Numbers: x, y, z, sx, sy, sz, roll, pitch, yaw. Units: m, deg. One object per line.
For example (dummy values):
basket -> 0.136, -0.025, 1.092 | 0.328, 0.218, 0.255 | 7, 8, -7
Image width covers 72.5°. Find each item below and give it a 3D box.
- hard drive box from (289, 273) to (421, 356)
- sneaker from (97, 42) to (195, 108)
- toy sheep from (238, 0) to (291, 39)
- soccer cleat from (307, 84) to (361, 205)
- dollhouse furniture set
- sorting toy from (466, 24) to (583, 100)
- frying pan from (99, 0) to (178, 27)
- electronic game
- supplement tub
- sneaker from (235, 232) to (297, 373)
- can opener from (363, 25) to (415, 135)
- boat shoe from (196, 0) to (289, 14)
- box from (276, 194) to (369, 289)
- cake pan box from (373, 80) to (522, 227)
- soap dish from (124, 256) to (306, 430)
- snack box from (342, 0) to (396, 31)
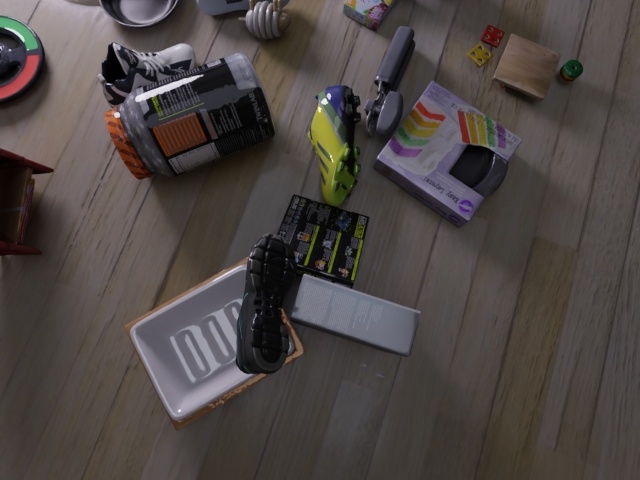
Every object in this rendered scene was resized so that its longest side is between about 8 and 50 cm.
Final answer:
hard drive box -> 0.061, 0.154, 0.881 | 0.232, 0.181, 0.089 | 18, 78, 0
sneaker -> -0.394, -0.394, 0.979 | 0.234, 0.153, 0.094 | -32, 83, -8
toy sheep -> -0.135, -0.533, 1.053 | 0.132, 0.091, 0.091 | 10, 79, 13
soccer cleat -> 0.025, -0.216, 1.008 | 0.121, 0.093, 0.289 | -1, 78, 29
dollhouse furniture set -> -0.787, -0.079, 0.927 | 0.373, 0.152, 0.202 | 1, 79, 15
sorting toy -> 0.493, -0.423, 1.078 | 0.274, 0.046, 0.132 | 24, 79, 2
frying pan -> -0.502, -0.592, 1.065 | 0.325, 0.053, 0.198 | -11, 80, -2
electronic game -> -0.766, -0.423, 1.022 | 0.229, 0.048, 0.230 | 1, 79, -2
supplement tub -> -0.273, -0.259, 0.939 | 0.315, 0.193, 0.194 | -22, 81, -7
sneaker -> -0.113, 0.111, 0.800 | 0.101, 0.106, 0.268 | 22, 56, -27
can opener -> 0.180, -0.370, 1.034 | 0.095, 0.076, 0.284 | 20, 78, 21
boat shoe -> -0.190, -0.608, 1.075 | 0.228, 0.080, 0.076 | -11, 55, 0
box -> 0.000, 0.000, 0.938 | 0.184, 0.045, 0.191 | 18, 51, -1
cake pan box -> 0.297, -0.199, 1.018 | 0.266, 0.070, 0.246 | 36, 82, 4
soap dish -> -0.209, 0.201, 0.892 | 0.290, 0.118, 0.229 | -30, 82, -8
snack box -> 0.135, -0.614, 1.103 | 0.100, 0.037, 0.141 | 31, 79, 5
